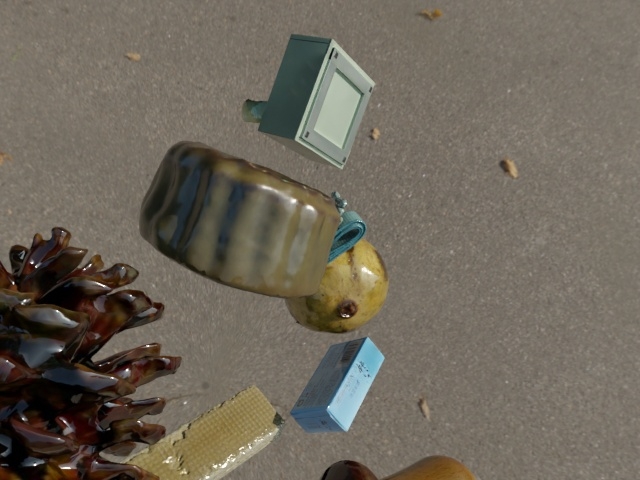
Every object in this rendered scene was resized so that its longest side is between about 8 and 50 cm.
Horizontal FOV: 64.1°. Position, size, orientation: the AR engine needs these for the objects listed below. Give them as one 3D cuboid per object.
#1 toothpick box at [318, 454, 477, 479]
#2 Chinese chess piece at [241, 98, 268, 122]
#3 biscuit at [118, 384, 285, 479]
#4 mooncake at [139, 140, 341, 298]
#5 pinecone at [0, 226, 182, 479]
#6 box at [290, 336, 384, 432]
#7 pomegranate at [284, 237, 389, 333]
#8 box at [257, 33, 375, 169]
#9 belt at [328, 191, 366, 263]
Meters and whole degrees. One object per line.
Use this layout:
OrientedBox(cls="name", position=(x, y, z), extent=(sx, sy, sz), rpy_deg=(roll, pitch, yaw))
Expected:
OrientedBox(cls="toothpick box", position=(0.122, 0.450, 0.841), extent=(0.294, 0.192, 0.192), rpy_deg=(3, 73, -31))
OrientedBox(cls="Chinese chess piece", position=(-0.131, -0.329, 1.317), extent=(0.143, 0.144, 0.059), rpy_deg=(2, 104, -12))
OrientedBox(cls="biscuit", position=(-0.270, 0.460, 1.095), extent=(0.144, 0.079, 0.425), rpy_deg=(43, 39, 23))
OrientedBox(cls="mooncake", position=(-0.115, -0.037, 0.768), extent=(0.290, 0.290, 0.162), rpy_deg=(20, 96, -6))
OrientedBox(cls="pinecone", position=(-0.350, 0.160, 0.586), extent=(0.397, 0.398, 0.398), rpy_deg=(3, 74, -11))
OrientedBox(cls="box", position=(0.044, 0.353, 1.256), extent=(0.083, 0.142, 0.232), rpy_deg=(50, 47, -15))
OrientedBox(cls="pomegranate", position=(0.039, 0.110, 1.339), extent=(0.280, 0.281, 0.282), rpy_deg=(3, 74, -11))
OrientedBox(cls="box", position=(0.002, -0.307, 1.174), extent=(0.117, 0.225, 0.225), rpy_deg=(21, 92, 31))
OrientedBox(cls="belt", position=(0.002, 0.003, 0.994), extent=(0.179, 0.065, 0.100), rpy_deg=(-44, 127, 3))
